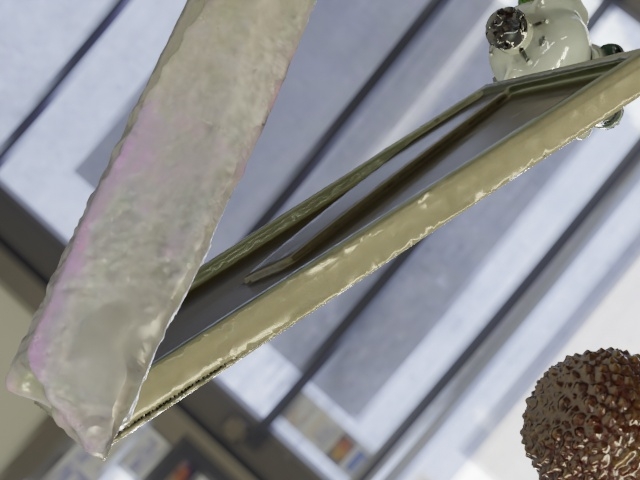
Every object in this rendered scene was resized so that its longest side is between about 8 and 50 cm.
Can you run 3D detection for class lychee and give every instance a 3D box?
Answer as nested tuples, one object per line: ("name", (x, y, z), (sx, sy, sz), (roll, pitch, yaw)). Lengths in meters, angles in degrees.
("lychee", (0.299, 0.204, 2.004), (0.188, 0.188, 0.188), (-43, 160, -19))

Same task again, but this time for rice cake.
("rice cake", (-0.066, -0.070, 1.028), (0.399, 0.070, 0.064), (-67, -172, -20))

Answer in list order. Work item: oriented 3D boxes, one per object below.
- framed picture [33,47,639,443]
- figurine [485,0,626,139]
("framed picture", (0.000, 0.000, 1.337), (0.446, 0.028, 0.326), (-33, -172, -12))
("figurine", (0.220, -0.169, 1.814), (0.192, 0.126, 0.147), (30, 73, -45))
